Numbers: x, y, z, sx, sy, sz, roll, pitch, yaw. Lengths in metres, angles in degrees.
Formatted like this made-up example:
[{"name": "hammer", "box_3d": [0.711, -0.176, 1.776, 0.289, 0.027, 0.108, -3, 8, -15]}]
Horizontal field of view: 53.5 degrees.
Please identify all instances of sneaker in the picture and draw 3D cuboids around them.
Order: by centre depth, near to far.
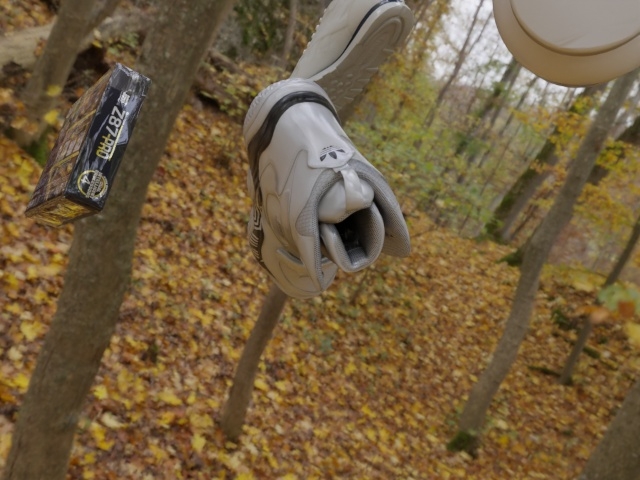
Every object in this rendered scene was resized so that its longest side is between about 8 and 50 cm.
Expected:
[{"name": "sneaker", "box_3d": [0.000, 0.000, 0.796, 0.366, 0.137, 0.210, 87, -23, -48]}, {"name": "sneaker", "box_3d": [0.021, -0.252, 0.847, 0.090, 0.235, 0.095, 3, 56, -50]}]

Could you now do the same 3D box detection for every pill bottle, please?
[{"name": "pill bottle", "box_3d": [0.235, -0.213, 0.561, 0.152, 0.152, 0.272, 27, 21, 14]}]

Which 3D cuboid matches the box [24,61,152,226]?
[{"name": "box", "box_3d": [-0.548, -0.204, 1.469, 0.097, 0.318, 0.395, 24, -18, -31]}]
